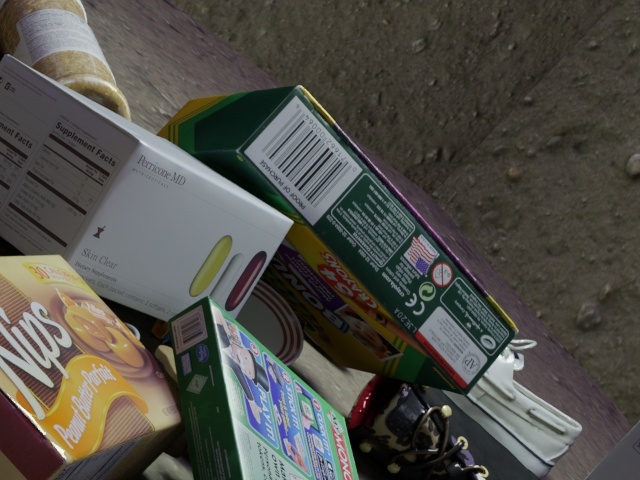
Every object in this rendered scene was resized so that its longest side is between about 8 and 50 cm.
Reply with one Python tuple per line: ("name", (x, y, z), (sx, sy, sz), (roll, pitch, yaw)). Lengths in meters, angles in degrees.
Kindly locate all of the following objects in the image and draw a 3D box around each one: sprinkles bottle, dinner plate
("sprinkles bottle", (-0.321, -0.213, 2.110), (0.121, 0.121, 0.355), (38, 11, -31))
("dinner plate", (-0.082, 0.082, 1.792), (0.141, 0.017, 0.141), (24, 33, -17))

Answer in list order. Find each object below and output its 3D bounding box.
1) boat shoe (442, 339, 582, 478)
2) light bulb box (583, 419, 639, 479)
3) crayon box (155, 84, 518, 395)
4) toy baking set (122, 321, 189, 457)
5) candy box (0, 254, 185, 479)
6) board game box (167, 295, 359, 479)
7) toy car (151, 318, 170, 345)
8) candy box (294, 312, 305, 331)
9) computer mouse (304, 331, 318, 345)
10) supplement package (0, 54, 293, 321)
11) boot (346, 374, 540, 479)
("boat shoe", (0.259, 0.195, 2.628), (0.367, 0.156, 0.136), (42, 9, -10))
("light bulb box", (0.286, 0.350, 1.449), (0.225, 0.361, 0.358), (47, 10, 27))
("crayon box", (0.000, 0.000, 1.887), (0.363, 0.106, 0.313), (47, -17, -18))
("toy baking set", (-0.156, 0.125, 1.518), (0.256, 0.030, 0.197), (26, 14, -3))
("candy box", (-0.216, 0.103, 1.270), (0.183, 0.087, 0.316), (46, 10, 9))
("board game box", (-0.024, 0.219, 1.370), (0.213, 0.046, 0.317), (47, 20, -41))
("toy car", (-0.119, 0.119, 1.770), (0.122, 0.040, 0.060), (38, 5, 7))
("candy box", (-0.127, 0.052, 1.911), (0.233, 0.071, 0.159), (44, 9, -4))
("computer mouse", (-0.021, 0.096, 2.260), (0.193, 0.042, 0.106), (38, 5, 0))
("supplement package", (-0.194, -0.036, 1.657), (0.204, 0.145, 0.262), (32, 3, 35))
("boot", (0.169, 0.280, 1.941), (0.284, 0.138, 0.377), (44, 6, -7))
